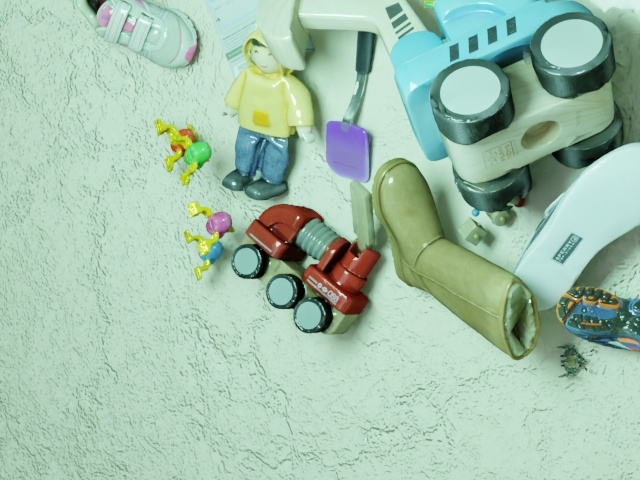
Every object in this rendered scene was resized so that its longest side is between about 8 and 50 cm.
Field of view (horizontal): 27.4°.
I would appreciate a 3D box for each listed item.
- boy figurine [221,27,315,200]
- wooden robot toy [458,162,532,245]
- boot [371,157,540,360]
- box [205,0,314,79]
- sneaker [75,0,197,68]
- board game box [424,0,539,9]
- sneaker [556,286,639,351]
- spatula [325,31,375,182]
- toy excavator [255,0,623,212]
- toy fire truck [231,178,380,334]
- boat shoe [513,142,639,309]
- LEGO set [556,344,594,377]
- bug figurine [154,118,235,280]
[{"bbox_3d":[-0.081,-0.208,2.083,0.177,0.092,0.285,26,123,26],"label":"boy figurine"},{"bbox_3d":[0.257,-0.081,1.943,0.173,0.076,0.079,-66,29,21],"label":"wooden robot toy"},{"bbox_3d":[0.197,0.019,1.881,0.269,0.089,0.236,35,152,51],"label":"boot"},{"bbox_3d":[-0.105,-0.365,2.132,0.145,0.038,0.186,-24,85,31],"label":"box"},{"bbox_3d":[-0.321,-0.365,2.224,0.252,0.111,0.103,30,111,25],"label":"sneaker"},{"bbox_3d":[0.238,-0.403,1.907,0.170,0.048,0.141,8,102,31],"label":"board game box"},{"bbox_3d":[0.443,0.120,1.839,0.221,0.087,0.083,16,73,16],"label":"sneaker"},{"bbox_3d":[0.057,-0.240,2.052,0.084,0.030,0.296,17,106,32],"label":"spatula"},{"bbox_3d":[0.163,-0.264,1.862,0.433,0.222,0.445,-24,54,3],"label":"toy excavator"},{"bbox_3d":[0.000,0.000,2.064,0.217,0.158,0.246,40,104,22],"label":"toy fire truck"},{"bbox_3d":[0.372,-0.032,1.840,0.108,0.102,0.301,29,123,-6],"label":"boat shoe"},{"bbox_3d":[0.376,0.168,1.917,0.083,0.023,0.054,-36,79,17],"label":"LEGO set"},{"bbox_3d":[-0.198,-0.077,2.161,0.216,0.072,0.279,170,85,-76],"label":"bug figurine"}]
